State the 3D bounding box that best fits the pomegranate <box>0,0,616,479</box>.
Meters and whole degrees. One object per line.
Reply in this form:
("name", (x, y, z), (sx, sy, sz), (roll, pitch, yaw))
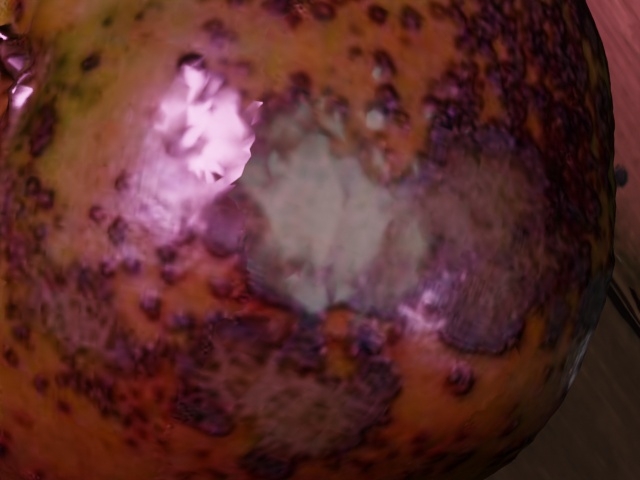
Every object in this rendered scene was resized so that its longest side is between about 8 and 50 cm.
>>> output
("pomegranate", (0.000, 0.000, 0.579), (0.340, 0.285, 0.285), (26, 73, -50))
